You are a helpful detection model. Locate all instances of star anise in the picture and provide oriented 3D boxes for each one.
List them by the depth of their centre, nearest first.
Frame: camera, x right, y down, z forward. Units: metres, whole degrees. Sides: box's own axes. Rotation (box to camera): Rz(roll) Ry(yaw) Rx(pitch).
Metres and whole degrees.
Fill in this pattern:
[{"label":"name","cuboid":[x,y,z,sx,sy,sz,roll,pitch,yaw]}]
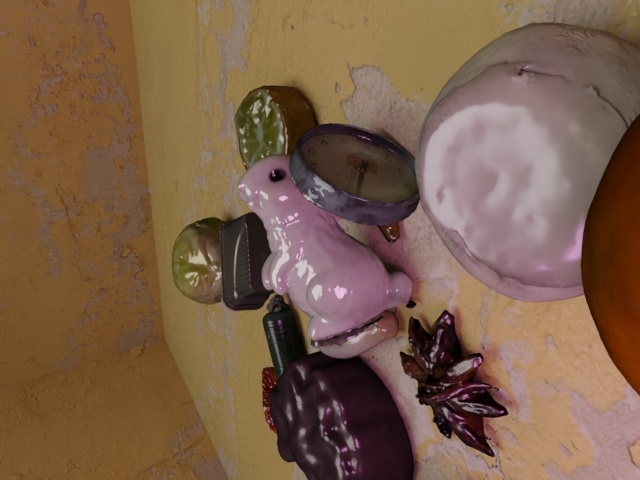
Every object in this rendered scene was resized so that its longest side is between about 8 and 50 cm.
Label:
[{"label":"star anise","cuboid":[0.202,0.255,0.850,0.272,0.103,0.271,41,139,49]}]

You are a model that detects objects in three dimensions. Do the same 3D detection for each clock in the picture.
[{"label":"clock","cuboid":[0.062,-0.115,0.801,0.226,0.226,0.049,54,139,34]}]

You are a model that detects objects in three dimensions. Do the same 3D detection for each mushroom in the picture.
[{"label":"mushroom","cuboid":[0.063,0.202,1.063,0.103,0.118,0.270,42,158,-21]}]

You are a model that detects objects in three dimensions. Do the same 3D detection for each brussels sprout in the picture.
[{"label":"brussels sprout","cuboid":[-0.374,0.080,1.675,0.316,0.243,0.273,45,115,36]}]

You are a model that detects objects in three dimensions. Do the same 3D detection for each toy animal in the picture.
[{"label":"toy animal","cuboid":[0.000,0.000,0.914,0.194,0.258,0.357,-133,22,-80]}]

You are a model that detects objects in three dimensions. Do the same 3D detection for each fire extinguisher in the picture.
[{"label":"fire extinguisher","cuboid":[-0.100,0.296,1.414,0.114,0.095,0.311,-13,92,48]}]

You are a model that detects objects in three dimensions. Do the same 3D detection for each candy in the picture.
[{"label":"candy","cuboid":[0.243,-0.082,0.534,0.296,0.185,0.295,8,108,25]},{"label":"candy","cuboid":[-0.106,-0.236,1.158,0.260,0.118,0.259,30,127,49]}]

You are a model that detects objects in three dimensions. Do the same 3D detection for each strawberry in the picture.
[{"label":"strawberry","cuboid":[-0.101,0.501,1.501,0.175,0.107,0.235,-44,-69,-76]}]

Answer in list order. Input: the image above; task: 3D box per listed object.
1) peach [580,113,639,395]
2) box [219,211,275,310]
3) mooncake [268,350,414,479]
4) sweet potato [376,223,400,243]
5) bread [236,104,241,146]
[{"label":"peach","cuboid":[0.348,0.008,0.274,0.343,0.302,0.343,46,171,10]},{"label":"box","cuboid":[-0.200,0.058,1.404,0.178,0.138,0.274,-23,70,57]},{"label":"mooncake","cuboid":[0.030,0.437,1.146,0.381,0.212,0.350,14,109,56]},{"label":"sweet potato","cuboid":[0.086,-0.098,0.940,0.233,0.062,0.081,53,161,29]},{"label":"bread","cuboid":[-0.209,-0.301,1.396,0.112,0.036,0.192,47,144,49]}]
